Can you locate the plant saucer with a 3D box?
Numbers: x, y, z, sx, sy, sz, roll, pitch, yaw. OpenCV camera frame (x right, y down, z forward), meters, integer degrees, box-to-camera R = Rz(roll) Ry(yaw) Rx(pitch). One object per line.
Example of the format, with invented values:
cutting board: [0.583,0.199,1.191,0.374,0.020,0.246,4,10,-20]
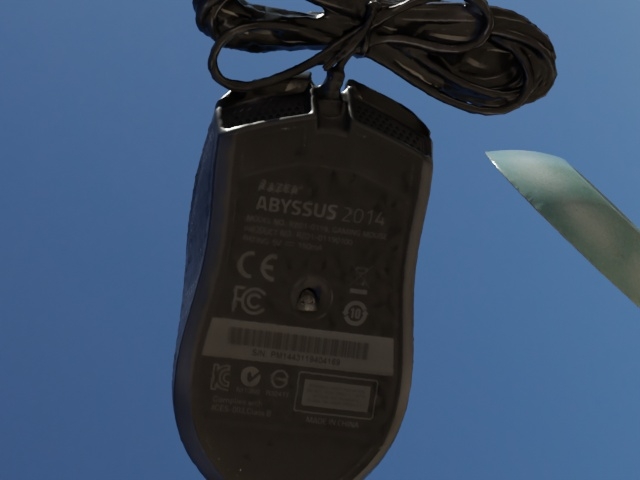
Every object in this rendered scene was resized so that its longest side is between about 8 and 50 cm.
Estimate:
plant saucer: [0.199,-0.008,1.018,0.195,0.037,0.195,41,-169,-9]

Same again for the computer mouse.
computer mouse: [0.000,0.000,0.726,0.188,0.072,0.272,12,-87,-14]
